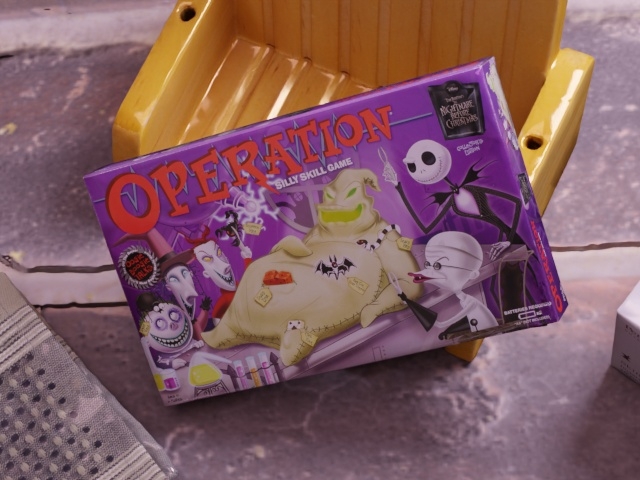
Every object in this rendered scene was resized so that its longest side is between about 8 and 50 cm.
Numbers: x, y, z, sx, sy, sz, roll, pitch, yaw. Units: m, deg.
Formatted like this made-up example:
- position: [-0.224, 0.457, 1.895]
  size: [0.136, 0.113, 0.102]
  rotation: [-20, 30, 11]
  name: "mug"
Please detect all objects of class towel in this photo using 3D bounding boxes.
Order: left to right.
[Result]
- position: [-0.294, 0.229, 1.403]
  size: [0.324, 0.056, 0.312]
  rotation: [-39, 66, -6]
  name: "towel"

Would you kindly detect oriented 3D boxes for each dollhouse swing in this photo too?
- position: [0.015, -0.129, 1.358]
  size: [0.346, 0.305, 0.315]
  rotation: [23, 73, 14]
  name: "dollhouse swing"

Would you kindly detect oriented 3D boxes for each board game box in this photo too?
- position: [0.000, 0.000, 1.336]
  size: [0.346, 0.056, 0.208]
  rotation: [-15, 97, 22]
  name: "board game box"

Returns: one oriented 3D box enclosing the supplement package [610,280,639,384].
- position: [0.389, 0.074, 1.311]
  size: [0.262, 0.145, 0.204]
  rotation: [35, 77, 19]
  name: "supplement package"
